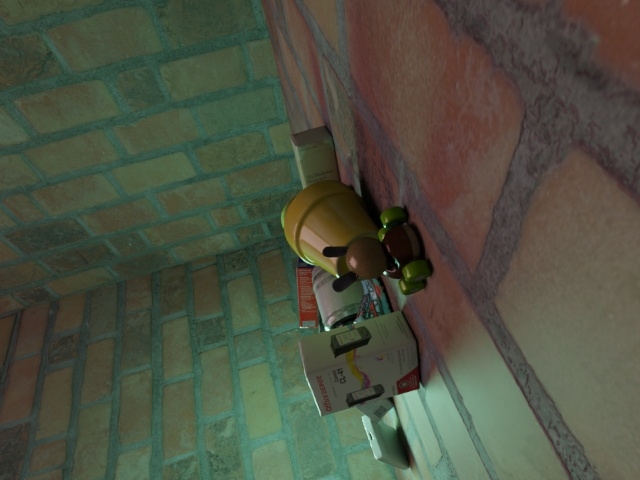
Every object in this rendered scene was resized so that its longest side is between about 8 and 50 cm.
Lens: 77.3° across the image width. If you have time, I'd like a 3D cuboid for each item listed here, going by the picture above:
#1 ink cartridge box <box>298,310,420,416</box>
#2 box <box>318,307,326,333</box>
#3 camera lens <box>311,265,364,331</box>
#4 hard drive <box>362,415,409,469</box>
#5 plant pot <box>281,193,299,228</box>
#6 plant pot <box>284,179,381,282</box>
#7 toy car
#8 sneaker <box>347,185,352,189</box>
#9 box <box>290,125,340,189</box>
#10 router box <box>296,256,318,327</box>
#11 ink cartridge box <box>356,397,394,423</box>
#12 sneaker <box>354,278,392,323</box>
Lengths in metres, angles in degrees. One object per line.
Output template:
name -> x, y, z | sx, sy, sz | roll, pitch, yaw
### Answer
ink cartridge box -> 0.115, 0.353, 1.144 | 0.131, 0.307, 0.226 | -111, 5, -54
box -> 0.075, 0.270, 1.842 | 0.307, 0.077, 0.242 | -57, -28, -54
camera lens -> 0.095, 0.217, 1.534 | 0.219, 0.220, 0.274 | 79, 174, -55
hard drive -> 0.321, 0.987, 1.956 | 0.307, 0.040, 0.203 | 45, -163, -41
plant pot -> -0.047, -0.073, 2.057 | 0.253, 0.277, 0.275 | -117, 12, -60
plant pot -> 0.057, -0.012, 1.132 | 0.239, 0.254, 0.253 | 45, 156, 47
toy car -> 0.105, 0.041, 0.832 | 0.149, 0.189, 0.154 | 81, 172, -64
sneaker -> 0.068, -0.144, 1.430 | 0.237, 0.086, 0.085 | 123, 129, -87
box -> -0.009, -0.272, 1.573 | 0.121, 0.148, 0.310 | -112, 6, -51
router box -> -0.049, 0.180, 1.837 | 0.335, 0.082, 0.300 | -86, -6, -67
ink cartridge box -> 0.192, 0.704, 2.008 | 0.272, 0.130, 0.309 | 41, -174, -15
sneaker -> 0.162, 0.226, 1.292 | 0.104, 0.125, 0.261 | 81, 171, -61
